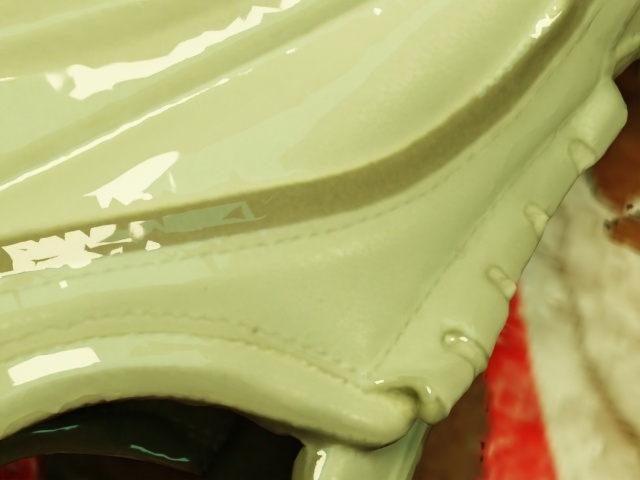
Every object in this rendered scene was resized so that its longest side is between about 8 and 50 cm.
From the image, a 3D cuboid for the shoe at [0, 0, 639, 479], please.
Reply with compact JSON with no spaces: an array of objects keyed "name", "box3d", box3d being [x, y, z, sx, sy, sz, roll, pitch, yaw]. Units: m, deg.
[{"name":"shoe","box3d":[0.000,0.000,0.396,0.316,0.124,0.159,-18,84,-18]}]
